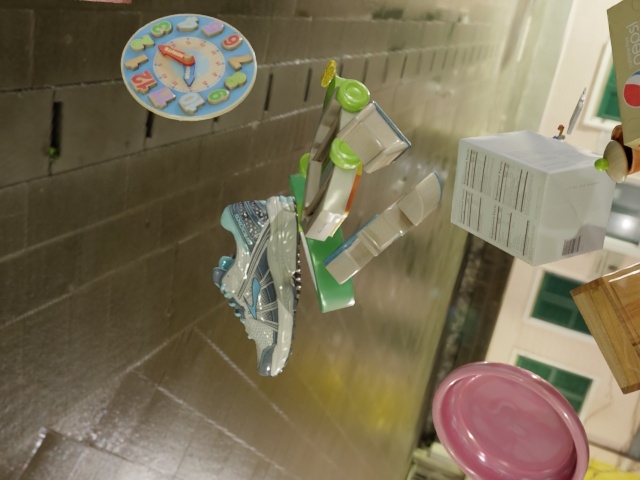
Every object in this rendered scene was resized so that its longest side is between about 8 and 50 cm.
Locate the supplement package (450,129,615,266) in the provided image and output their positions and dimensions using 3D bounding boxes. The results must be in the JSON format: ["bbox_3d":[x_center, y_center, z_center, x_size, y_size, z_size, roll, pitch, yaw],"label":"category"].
[{"bbox_3d":[0.439,-0.099,1.473,0.199,0.263,0.198,-11,116,-26],"label":"supplement package"}]

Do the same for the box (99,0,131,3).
[{"bbox_3d":[-0.390,-0.428,0.985,0.232,0.148,0.127,-10,136,-37],"label":"box"}]

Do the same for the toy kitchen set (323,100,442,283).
[{"bbox_3d":[0.064,-0.073,0.996,0.207,0.166,0.122,-41,178,40],"label":"toy kitchen set"}]

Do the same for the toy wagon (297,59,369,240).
[{"bbox_3d":[0.023,-0.178,1.284,0.267,0.068,0.344,127,-26,-60],"label":"toy wagon"}]

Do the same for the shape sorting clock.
[{"bbox_3d":[-0.202,-0.272,1.080,0.040,0.206,0.206,99,15,-65],"label":"shape sorting clock"}]

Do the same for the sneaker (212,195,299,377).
[{"bbox_3d":[-0.095,0.068,1.035,0.110,0.122,0.283,-95,-173,-71],"label":"sneaker"}]

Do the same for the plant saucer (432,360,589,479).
[{"bbox_3d":[0.397,0.388,1.460,0.084,0.332,0.332,-34,140,-45],"label":"plant saucer"}]

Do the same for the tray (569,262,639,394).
[{"bbox_3d":[0.647,0.146,1.379,0.076,0.203,0.411,-34,163,38],"label":"tray"}]

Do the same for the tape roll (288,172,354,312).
[{"bbox_3d":[0.000,0.000,1.591,0.321,0.077,0.321,166,-90,-87],"label":"tape roll"}]

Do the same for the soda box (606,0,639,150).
[{"bbox_3d":[0.383,-0.197,0.812,0.058,0.061,0.181,10,71,-32],"label":"soda box"}]

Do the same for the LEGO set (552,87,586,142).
[{"bbox_3d":[0.624,-0.272,1.843,0.182,0.060,0.244,-52,160,-54],"label":"LEGO set"}]

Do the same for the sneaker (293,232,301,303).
[{"bbox_3d":[-0.140,0.073,1.836,0.106,0.162,0.281,43,47,-60],"label":"sneaker"}]

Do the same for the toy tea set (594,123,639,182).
[{"bbox_3d":[0.441,-0.063,0.899,0.336,0.124,0.200,-97,175,-80],"label":"toy tea set"}]
